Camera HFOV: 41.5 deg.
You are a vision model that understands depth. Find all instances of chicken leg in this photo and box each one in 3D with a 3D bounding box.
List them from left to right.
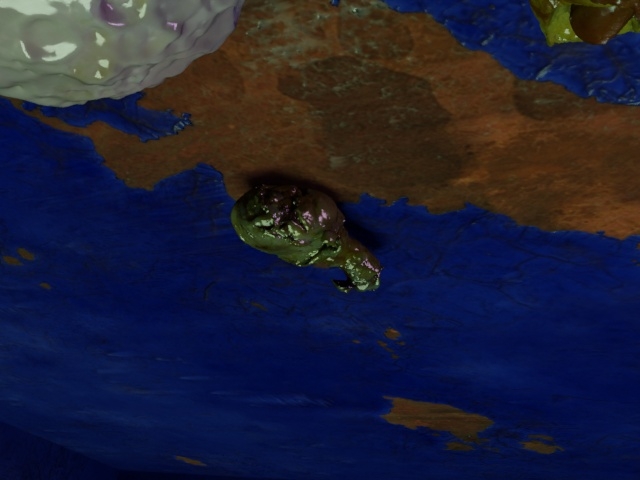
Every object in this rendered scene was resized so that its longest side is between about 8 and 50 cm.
[{"bbox_3d":[0.000,0.000,1.003,0.228,0.088,0.103,29,135,-25],"label":"chicken leg"}]

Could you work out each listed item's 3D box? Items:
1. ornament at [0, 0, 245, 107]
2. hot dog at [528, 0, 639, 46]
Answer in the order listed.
[{"bbox_3d":[-0.145,-0.205,0.480,0.225,0.259,0.259,-7,148,40],"label":"ornament"},{"bbox_3d":[0.216,-0.193,0.539,0.123,0.093,0.261,11,152,-6],"label":"hot dog"}]
